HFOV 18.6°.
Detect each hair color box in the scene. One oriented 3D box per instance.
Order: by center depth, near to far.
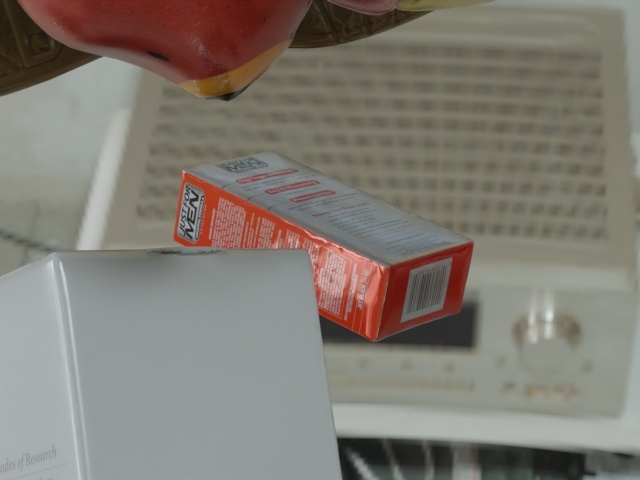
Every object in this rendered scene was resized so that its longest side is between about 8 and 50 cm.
[{"bbox_3d":[0.000,0.000,0.998,0.141,0.043,0.072,26,27,35],"label":"hair color box"}]

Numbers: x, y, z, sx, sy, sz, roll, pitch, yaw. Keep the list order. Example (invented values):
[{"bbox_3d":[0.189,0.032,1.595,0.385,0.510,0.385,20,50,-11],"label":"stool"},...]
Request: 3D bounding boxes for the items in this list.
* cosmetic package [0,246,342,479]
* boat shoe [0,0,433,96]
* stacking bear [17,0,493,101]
[{"bbox_3d":[-0.055,0.123,0.725,0.117,0.085,0.231,1,75,-37],"label":"cosmetic package"},{"bbox_3d":[-0.068,-0.154,0.928,0.341,0.122,0.110,-11,27,-9],"label":"boat shoe"},{"bbox_3d":[0.033,-0.135,0.613,0.289,0.164,0.175,-22,11,-14],"label":"stacking bear"}]
